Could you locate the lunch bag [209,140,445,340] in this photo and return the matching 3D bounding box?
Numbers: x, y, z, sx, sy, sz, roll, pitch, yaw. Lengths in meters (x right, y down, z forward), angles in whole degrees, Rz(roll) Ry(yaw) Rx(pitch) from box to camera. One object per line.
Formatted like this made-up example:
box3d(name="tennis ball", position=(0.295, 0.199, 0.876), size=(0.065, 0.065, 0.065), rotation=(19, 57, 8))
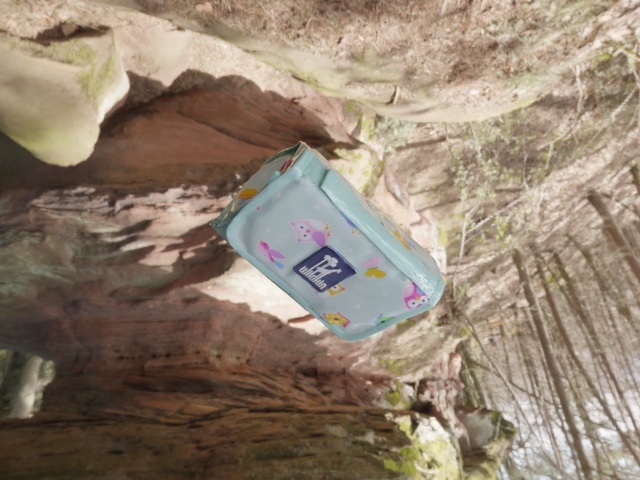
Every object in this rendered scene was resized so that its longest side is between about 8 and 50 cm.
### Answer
box3d(name="lunch bag", position=(0.000, 0.000, 0.520), size=(0.223, 0.160, 0.262), rotation=(44, 165, -17))
